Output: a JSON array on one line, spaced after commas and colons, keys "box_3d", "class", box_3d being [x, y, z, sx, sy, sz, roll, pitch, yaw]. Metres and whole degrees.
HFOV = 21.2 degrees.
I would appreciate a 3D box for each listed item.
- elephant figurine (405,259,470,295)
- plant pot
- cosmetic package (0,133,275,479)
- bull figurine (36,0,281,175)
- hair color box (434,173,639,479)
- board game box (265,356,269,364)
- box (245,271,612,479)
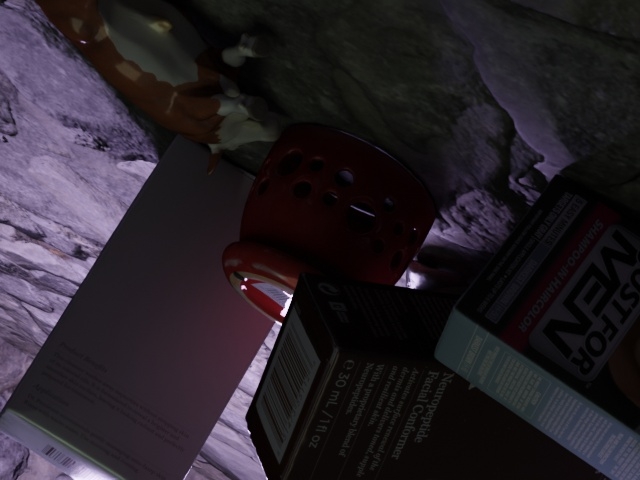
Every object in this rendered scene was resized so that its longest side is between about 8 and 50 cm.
[{"box_3d": [0.126, 0.108, 1.929, 0.239, 0.169, 0.186, 24, 137, 63], "class": "elephant figurine"}, {"box_3d": [0.000, 0.000, 1.790, 0.191, 0.174, 0.191, 27, 162, 10], "class": "plant pot"}, {"box_3d": [-0.181, 0.097, 1.954, 0.217, 0.385, 0.156, 34, 158, -6], "class": "cosmetic package"}, {"box_3d": [-0.142, -0.178, 1.664, 0.310, 0.101, 0.188, 37, 155, -25], "class": "bull figurine"}, {"box_3d": [0.313, 0.125, 1.555, 0.374, 0.185, 0.114, 34, 153, 11], "class": "hair color box"}, {"box_3d": [0.168, 0.259, 2.353, 0.390, 0.050, 0.390, 40, 157, -26], "class": "board game box"}, {"box_3d": [0.137, 0.167, 1.722, 0.381, 0.191, 0.143, 8, -150, -24], "class": "box"}]
